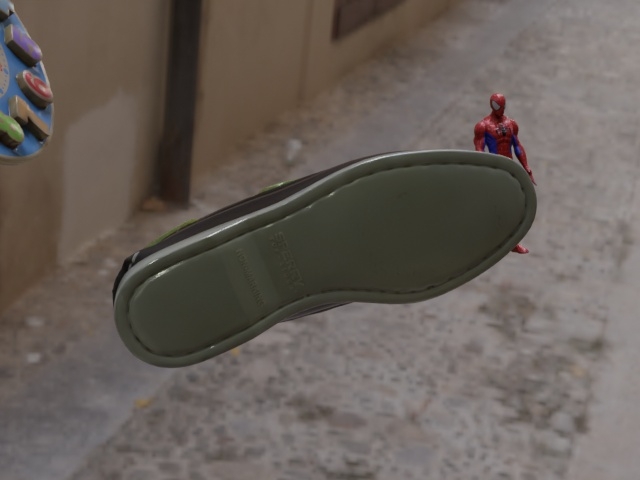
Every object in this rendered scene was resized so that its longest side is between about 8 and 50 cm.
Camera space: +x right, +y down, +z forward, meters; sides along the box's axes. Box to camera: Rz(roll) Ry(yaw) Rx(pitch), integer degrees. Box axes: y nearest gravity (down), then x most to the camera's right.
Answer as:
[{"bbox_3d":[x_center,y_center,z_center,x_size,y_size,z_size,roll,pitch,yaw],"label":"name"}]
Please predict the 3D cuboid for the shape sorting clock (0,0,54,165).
[{"bbox_3d":[-0.254,-0.145,0.893,0.040,0.206,0.206,-31,8,21],"label":"shape sorting clock"}]

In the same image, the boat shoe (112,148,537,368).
[{"bbox_3d":[0.000,0.000,0.682,0.228,0.081,0.068,-17,15,-7],"label":"boat shoe"}]

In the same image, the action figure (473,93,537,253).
[{"bbox_3d":[0.129,-0.046,0.909,0.038,0.115,0.030,-8,7,-13],"label":"action figure"}]
